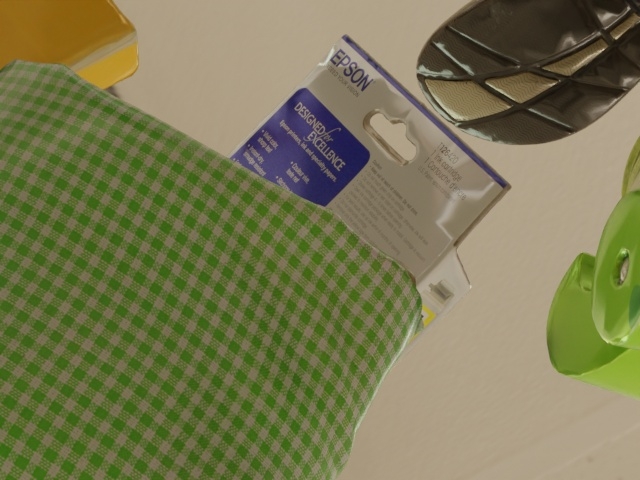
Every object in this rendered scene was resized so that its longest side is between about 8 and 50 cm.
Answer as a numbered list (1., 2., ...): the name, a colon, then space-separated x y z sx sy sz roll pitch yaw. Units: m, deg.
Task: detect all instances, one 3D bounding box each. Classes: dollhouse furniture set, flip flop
1. dollhouse furniture set: -0.123 0.002 0.412 0.301 0.151 0.198 27 -115 0
2. flip flop: 0.184 -0.161 1.043 0.112 0.277 0.080 46 -155 -11

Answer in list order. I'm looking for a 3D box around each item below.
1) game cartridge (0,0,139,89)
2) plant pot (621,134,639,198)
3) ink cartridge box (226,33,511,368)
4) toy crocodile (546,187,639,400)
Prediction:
1. game cartridge: -0.306 -0.120 0.855 0.323 0.053 0.285 -31 -113 -20
2. plant pot: 0.409 -0.001 1.673 0.276 0.276 0.254 49 -148 5
3. ink cartridge box: 0.000 0.000 1.488 0.072 0.307 0.303 44 -176 -44
4. toy crocodile: 0.188 -0.041 0.629 0.115 0.340 0.105 9 -134 -13
